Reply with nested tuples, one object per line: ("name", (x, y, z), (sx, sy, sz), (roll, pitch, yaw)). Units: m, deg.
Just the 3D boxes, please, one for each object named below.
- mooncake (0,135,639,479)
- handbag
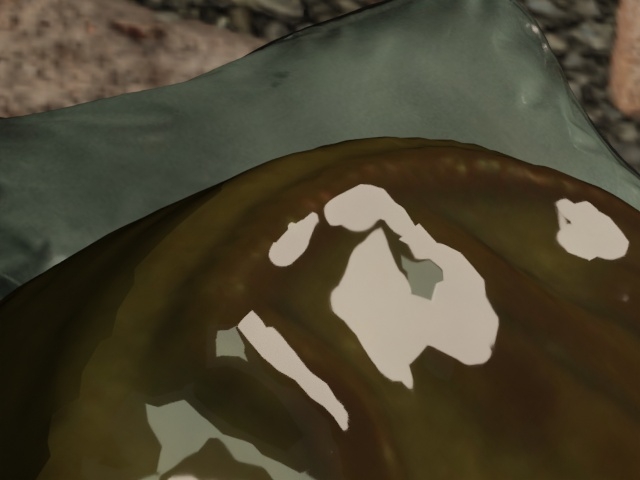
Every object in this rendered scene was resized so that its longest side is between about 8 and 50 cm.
("mooncake", (0.020, 0.110, 0.470), (0.284, 0.155, 0.284), (14, 64, -31))
("handbag", (-0.003, 0.001, 0.655), (0.332, 0.075, 0.191), (-20, 66, -31))
